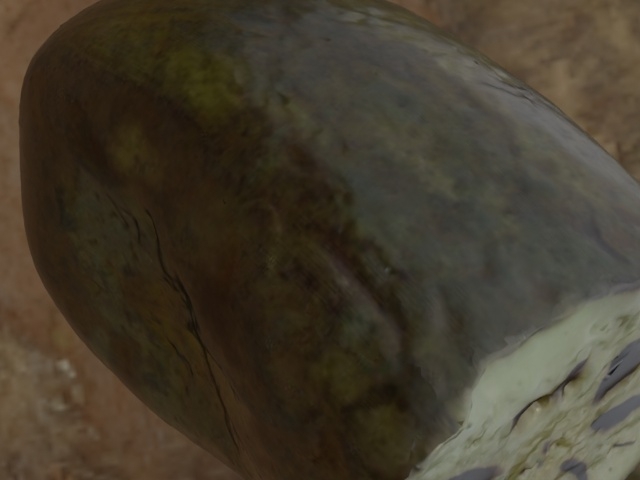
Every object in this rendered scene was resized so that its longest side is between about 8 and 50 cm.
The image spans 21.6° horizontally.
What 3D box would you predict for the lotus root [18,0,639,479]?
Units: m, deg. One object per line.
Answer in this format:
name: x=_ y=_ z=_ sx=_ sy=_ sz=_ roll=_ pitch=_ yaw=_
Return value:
lotus root: x=0.000 y=0.000 z=0.799 sx=0.250 sy=0.346 sz=0.250 roll=-31 pitch=142 yaw=-29
